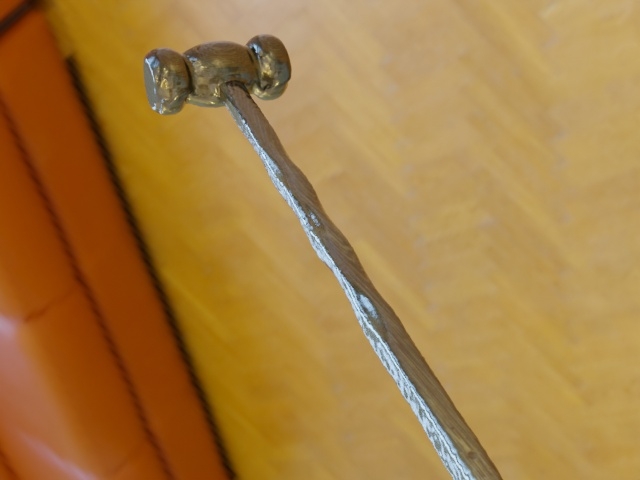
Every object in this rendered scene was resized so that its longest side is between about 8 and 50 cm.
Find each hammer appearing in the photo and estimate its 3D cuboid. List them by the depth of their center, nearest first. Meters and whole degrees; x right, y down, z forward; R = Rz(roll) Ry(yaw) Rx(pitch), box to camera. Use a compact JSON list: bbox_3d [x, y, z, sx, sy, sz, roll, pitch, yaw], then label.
[{"bbox_3d":[0.000,0.000,0.629,0.292,0.058,0.029,-122,25,-52],"label":"hammer"}]
